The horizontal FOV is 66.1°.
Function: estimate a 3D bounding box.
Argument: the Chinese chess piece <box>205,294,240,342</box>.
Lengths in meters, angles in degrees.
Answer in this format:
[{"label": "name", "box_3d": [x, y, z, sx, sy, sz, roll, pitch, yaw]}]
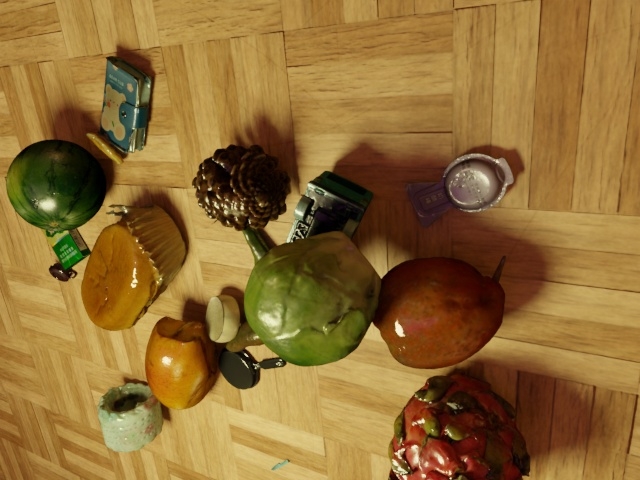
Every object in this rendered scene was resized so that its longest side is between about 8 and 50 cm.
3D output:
[{"label": "Chinese chess piece", "box_3d": [-0.252, 0.200, 1.264, 0.122, 0.051, 0.122, -12, 75, 54]}]

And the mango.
[{"label": "mango", "box_3d": [-0.383, 0.347, 1.363, 0.201, 0.199, 0.350, 52, 146, 38]}]

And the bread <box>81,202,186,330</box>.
[{"label": "bread", "box_3d": [-0.510, 0.085, 1.318, 0.236, 0.183, 0.388, 41, 125, 13]}]

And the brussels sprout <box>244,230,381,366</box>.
[{"label": "brussels sprout", "box_3d": [-0.012, 0.104, 0.859, 0.244, 0.244, 0.244, 12, 115, 26]}]

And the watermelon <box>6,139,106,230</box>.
[{"label": "watermelon", "box_3d": [-0.691, -0.145, 1.297, 0.243, 0.242, 0.242, 12, 115, 26]}]

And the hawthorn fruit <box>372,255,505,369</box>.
[{"label": "hawthorn fruit", "box_3d": [0.228, 0.117, 0.895, 0.262, 0.210, 0.210, -30, 93, 24]}]

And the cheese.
[{"label": "cheese", "box_3d": [0.248, -0.093, 0.883, 0.191, 0.042, 0.105, -20, 98, 36]}]

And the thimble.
[{"label": "thimble", "box_3d": [-0.611, 0.557, 1.573, 0.211, 0.185, 0.149, 13, 115, 42]}]

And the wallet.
[{"label": "wallet", "box_3d": [-0.478, -0.326, 1.205, 0.141, 0.059, 0.202, 34, 122, 22]}]

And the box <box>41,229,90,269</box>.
[{"label": "box", "box_3d": [-0.820, -0.032, 1.541, 0.132, 0.034, 0.235, -25, 96, 36]}]

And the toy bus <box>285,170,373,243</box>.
[{"label": "toy bus", "box_3d": [0.000, 0.000, 1.002, 0.128, 0.147, 0.256, 27, 118, 6]}]

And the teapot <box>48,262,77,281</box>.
[{"label": "teapot", "box_3d": [-0.840, 0.101, 1.604, 0.100, 0.045, 0.067, 14, 141, 6]}]

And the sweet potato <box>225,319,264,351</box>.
[{"label": "sweet potato", "box_3d": [-0.177, 0.240, 1.251, 0.244, 0.077, 0.077, -27, 95, 33]}]

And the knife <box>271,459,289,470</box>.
[{"label": "knife", "box_3d": [-0.119, 0.654, 1.432, 0.014, 0.005, 0.091, 47, 126, 4]}]

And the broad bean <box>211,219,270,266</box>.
[{"label": "broad bean", "box_3d": [-0.139, 0.060, 1.171, 0.318, 0.056, 0.098, 55, 132, 7]}]

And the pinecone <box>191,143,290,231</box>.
[{"label": "pinecone", "box_3d": [-0.182, -0.113, 1.049, 0.213, 0.168, 0.185, 5, 118, 27]}]

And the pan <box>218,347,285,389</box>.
[{"label": "pan", "box_3d": [-0.191, 0.343, 1.331, 0.235, 0.028, 0.136, -17, 101, 34]}]

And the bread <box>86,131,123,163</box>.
[{"label": "bread", "box_3d": [-0.554, -0.238, 1.269, 0.110, 0.110, 0.024, 41, 80, 9]}]

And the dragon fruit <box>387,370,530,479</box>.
[{"label": "dragon fruit", "box_3d": [0.247, 0.415, 0.945, 0.250, 0.291, 0.269, 36, 125, 7]}]
